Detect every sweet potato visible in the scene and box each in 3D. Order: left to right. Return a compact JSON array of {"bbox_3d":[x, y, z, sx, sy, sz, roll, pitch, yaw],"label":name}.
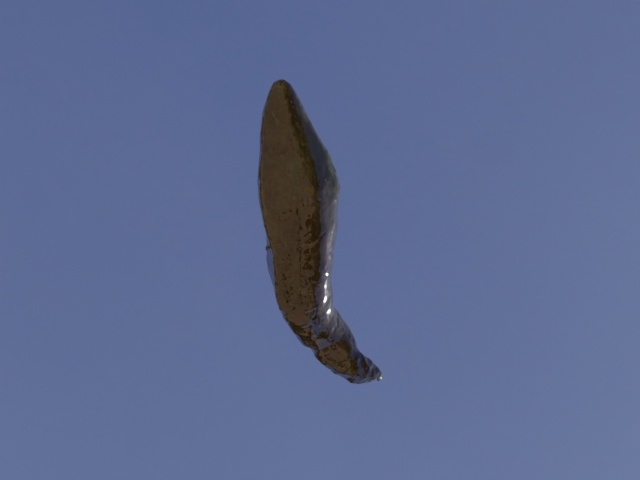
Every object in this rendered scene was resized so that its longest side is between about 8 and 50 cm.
[{"bbox_3d":[-0.006,0.003,0.701,0.038,0.041,0.153,-132,-154,-68],"label":"sweet potato"}]
